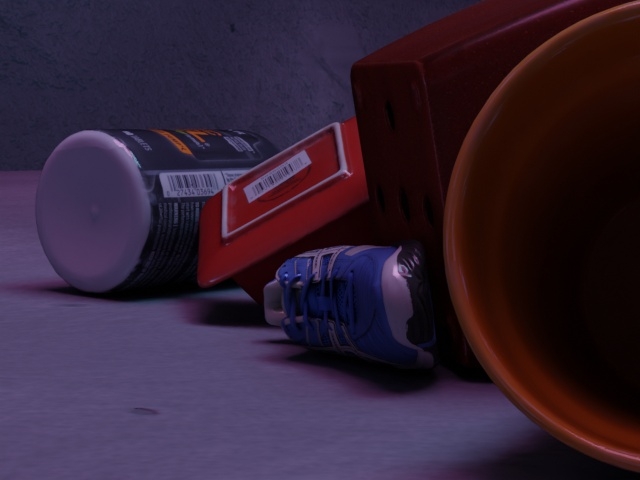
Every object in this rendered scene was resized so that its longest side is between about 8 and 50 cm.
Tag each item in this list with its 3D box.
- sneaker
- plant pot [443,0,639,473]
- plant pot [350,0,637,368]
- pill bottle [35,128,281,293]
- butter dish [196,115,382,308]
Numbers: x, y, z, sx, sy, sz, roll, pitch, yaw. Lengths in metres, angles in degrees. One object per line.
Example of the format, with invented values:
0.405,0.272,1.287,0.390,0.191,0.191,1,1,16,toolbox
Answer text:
0.018,0.042,0.953,0.081,0.080,0.211,-6,-3,-11,sneaker
0.173,0.011,0.742,0.205,0.205,0.188,3,-9,14,plant pot
0.161,-0.043,0.997,0.235,0.267,0.267,-11,8,-11,plant pot
-0.106,-0.028,1.315,0.130,0.131,0.245,6,6,37,pill bottle
0.000,0.000,1.166,0.160,0.118,0.160,-29,23,10,butter dish
